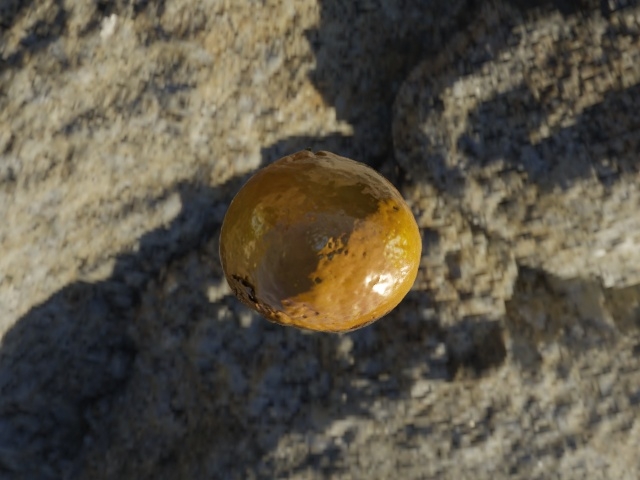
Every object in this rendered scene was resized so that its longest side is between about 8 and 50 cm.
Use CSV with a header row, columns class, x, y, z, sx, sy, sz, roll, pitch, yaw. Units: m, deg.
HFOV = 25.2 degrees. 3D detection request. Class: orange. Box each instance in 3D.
class,x,y,z,sx,sy,sz,roll,pitch,yaw
orange,0.001,0.002,1.536,0.219,0.219,0.193,-2,109,1
